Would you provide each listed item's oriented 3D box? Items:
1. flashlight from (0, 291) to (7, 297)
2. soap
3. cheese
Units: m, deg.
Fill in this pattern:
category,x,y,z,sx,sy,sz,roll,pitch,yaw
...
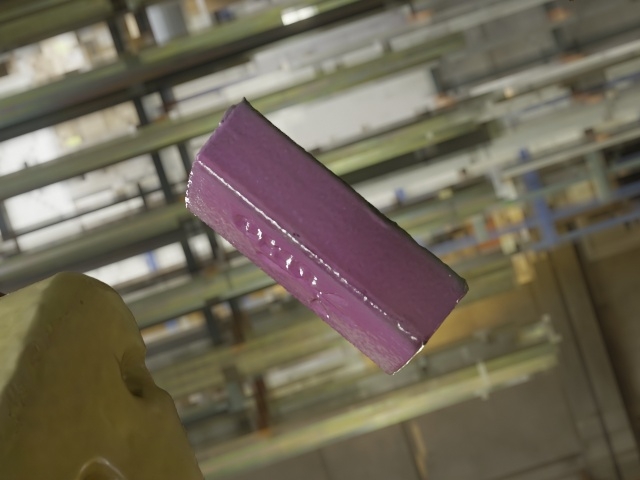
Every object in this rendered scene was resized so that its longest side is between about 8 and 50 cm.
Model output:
category,x,y,z,sx,sy,sz,roll,pitch,yaw
flashlight,-0.321,0.154,1.580,0.093,0.093,0.232,-16,-134,32
soap,-0.001,0.002,1.587,0.081,0.259,0.181,-51,178,-14
cheese,-0.156,0.249,1.236,0.104,0.384,0.384,-23,-179,30
